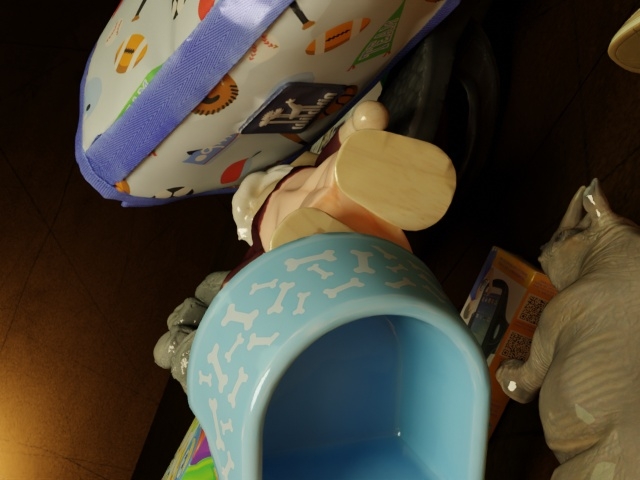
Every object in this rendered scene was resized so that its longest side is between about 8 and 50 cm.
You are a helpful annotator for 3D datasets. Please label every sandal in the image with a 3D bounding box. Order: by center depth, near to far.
[{"bbox_3d":[0.119,-0.134,0.773,0.445,0.107,0.167,-67,8,-27],"label":"sandal"}]

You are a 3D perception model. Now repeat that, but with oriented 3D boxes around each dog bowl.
[{"bbox_3d":[0.014,0.147,0.455,0.074,0.166,0.297,-144,53,-65],"label":"dog bowl"}]

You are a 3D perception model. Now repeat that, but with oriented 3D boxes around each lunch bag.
[{"bbox_3d":[-0.043,-0.221,0.743,0.328,0.239,0.385,-38,17,35],"label":"lunch bag"}]

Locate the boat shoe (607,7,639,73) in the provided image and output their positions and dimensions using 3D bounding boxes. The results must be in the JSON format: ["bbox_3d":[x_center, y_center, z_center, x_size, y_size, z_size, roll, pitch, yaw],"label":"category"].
[{"bbox_3d":[0.221,-0.137,0.448,0.135,0.050,0.045,-25,40,59],"label":"boat shoe"}]

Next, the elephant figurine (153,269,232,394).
[{"bbox_3d":[-0.052,0.148,0.907,0.169,0.239,0.186,-51,23,-17],"label":"elephant figurine"}]

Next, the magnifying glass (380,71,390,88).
[{"bbox_3d":[0.100,-0.188,1.016,0.231,0.092,0.026,112,171,-58],"label":"magnifying glass"}]

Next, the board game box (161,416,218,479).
[{"bbox_3d":[-0.068,0.232,0.771,0.275,0.144,0.142,-61,8,26],"label":"board game box"}]

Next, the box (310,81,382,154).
[{"bbox_3d":[0.015,-0.108,1.290,0.321,0.059,0.232,-67,12,-6],"label":"box"}]

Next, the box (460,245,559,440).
[{"bbox_3d":[0.116,0.076,0.564,0.136,0.028,0.081,-64,12,7],"label":"box"}]

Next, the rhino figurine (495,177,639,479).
[{"bbox_3d":[0.138,0.057,0.390,0.106,0.073,0.243,119,169,-46],"label":"rhino figurine"}]

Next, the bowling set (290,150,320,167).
[{"bbox_3d":[0.000,0.000,1.032,0.287,0.154,0.199,-99,15,-66],"label":"bowling set"}]

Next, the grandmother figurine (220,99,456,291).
[{"bbox_3d":[-0.011,-0.014,0.634,0.208,0.104,0.342,-44,10,-4],"label":"grandmother figurine"}]
